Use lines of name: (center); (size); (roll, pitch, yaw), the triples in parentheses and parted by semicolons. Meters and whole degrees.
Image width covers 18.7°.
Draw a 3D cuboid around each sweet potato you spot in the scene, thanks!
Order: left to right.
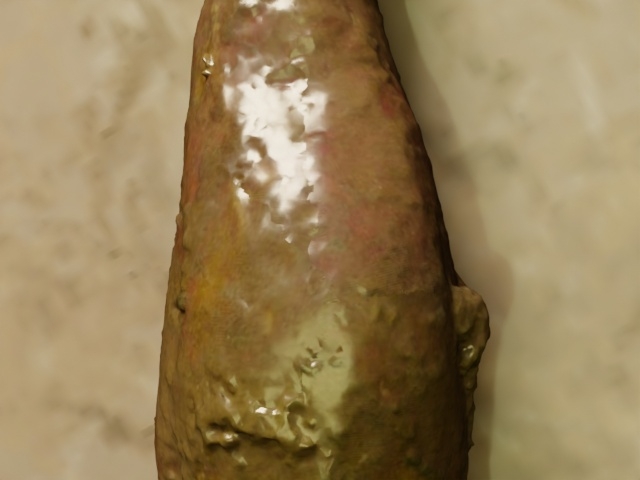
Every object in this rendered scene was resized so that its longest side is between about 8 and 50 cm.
sweet potato: (-0.001, 0.002, 0.381); (0.068, 0.068, 0.226); (-1, 95, 11)
